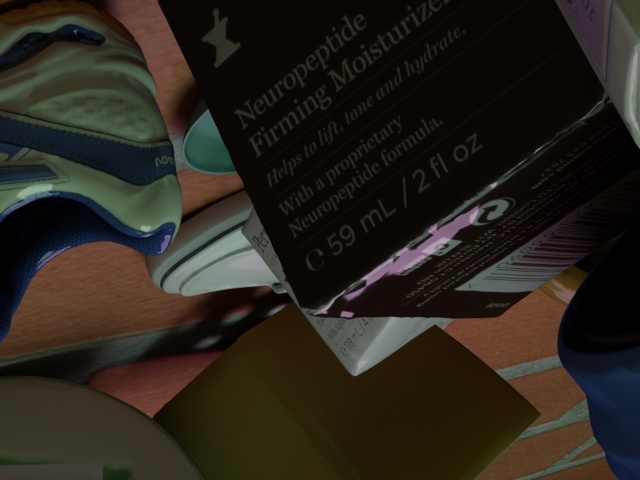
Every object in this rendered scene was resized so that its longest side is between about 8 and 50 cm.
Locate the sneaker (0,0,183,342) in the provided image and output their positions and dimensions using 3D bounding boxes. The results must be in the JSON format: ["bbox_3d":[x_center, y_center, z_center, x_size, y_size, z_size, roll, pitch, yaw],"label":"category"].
[{"bbox_3d":[-0.207,0.001,0.752,0.296,0.131,0.112,-25,163,3],"label":"sneaker"}]

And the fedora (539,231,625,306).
[{"bbox_3d":[0.228,-0.036,1.199,0.194,0.194,0.079,-30,-164,14],"label":"fedora"}]

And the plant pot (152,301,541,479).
[{"bbox_3d":[0.001,0.150,1.251,0.212,0.187,0.212,-42,174,41],"label":"plant pot"}]

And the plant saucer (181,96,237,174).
[{"bbox_3d":[-0.027,-0.078,0.926,0.119,0.021,0.119,-22,160,-9],"label":"plant saucer"}]

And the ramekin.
[{"bbox_3d":[-0.209,0.241,1.133,0.303,0.303,0.148,-13,150,-31],"label":"ramekin"}]

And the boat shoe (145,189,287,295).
[{"bbox_3d":[0.000,0.000,1.079,0.226,0.076,0.083,-21,160,-12],"label":"boat shoe"}]

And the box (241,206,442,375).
[{"bbox_3d":[0.073,-0.040,0.948,0.182,0.119,0.181,-31,166,-27],"label":"box"}]

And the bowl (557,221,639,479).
[{"bbox_3d":[0.261,-0.041,0.656,0.391,0.077,0.391,-39,-176,3],"label":"bowl"}]

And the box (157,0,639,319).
[{"bbox_3d":[0.056,-0.090,0.724,0.168,0.203,0.167,-37,158,29],"label":"box"}]

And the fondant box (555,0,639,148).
[{"bbox_3d":[0.196,-0.212,0.526,0.330,0.238,0.096,-26,161,2],"label":"fondant box"}]
